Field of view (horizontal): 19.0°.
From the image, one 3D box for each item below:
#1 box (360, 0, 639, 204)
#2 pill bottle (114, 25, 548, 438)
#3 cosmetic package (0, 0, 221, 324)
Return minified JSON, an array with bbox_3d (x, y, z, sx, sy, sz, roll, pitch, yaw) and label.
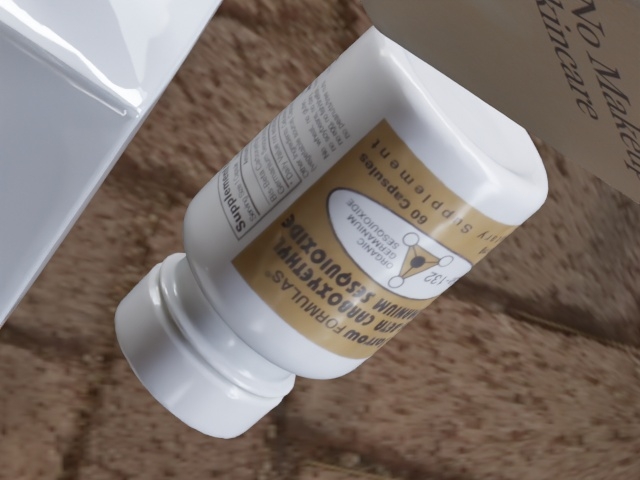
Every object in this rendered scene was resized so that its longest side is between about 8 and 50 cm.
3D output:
[{"bbox_3d":[0.130,-0.092,0.648,0.121,0.148,0.311,-42,46,-10],"label":"box"},{"bbox_3d":[0.000,0.000,1.040,0.229,0.131,0.131,-42,78,20],"label":"pill bottle"},{"bbox_3d":[-0.241,-0.070,1.422,0.161,0.230,0.453,34,136,-6],"label":"cosmetic package"}]
